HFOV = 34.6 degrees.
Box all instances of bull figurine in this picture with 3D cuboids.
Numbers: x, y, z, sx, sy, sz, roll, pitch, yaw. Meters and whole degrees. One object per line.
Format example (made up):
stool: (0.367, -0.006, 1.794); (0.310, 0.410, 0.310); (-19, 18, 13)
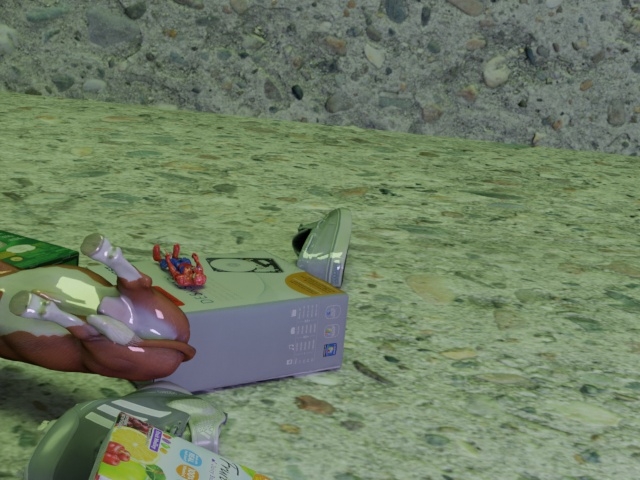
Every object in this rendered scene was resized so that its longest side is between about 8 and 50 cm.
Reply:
bull figurine: (-0.268, 0.063, 0.938); (0.311, 0.101, 0.188); (1, -28, 20)

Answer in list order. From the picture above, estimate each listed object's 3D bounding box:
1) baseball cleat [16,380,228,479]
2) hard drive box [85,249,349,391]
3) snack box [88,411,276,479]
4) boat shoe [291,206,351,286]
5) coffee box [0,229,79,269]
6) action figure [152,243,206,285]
baseball cleat: (-0.147, 0.164, 0.849); (0.110, 0.072, 0.206); (12, 17, 23)
hard drive box: (-0.116, 0.084, 1.121); (0.232, 0.089, 0.181); (-6, 19, -35)
snack box: (-0.099, 0.188, 0.758); (0.141, 0.037, 0.100); (26, 15, -9)
boat shoe: (0.000, 0.001, 1.478); (0.081, 0.079, 0.227); (10, 19, -1)
coffee box: (-0.416, 0.022, 1.323); (0.184, 0.040, 0.113); (13, 17, 25)
action figure: (-0.148, 0.026, 1.098); (0.038, 0.030, 0.115); (3, 16, -28)
